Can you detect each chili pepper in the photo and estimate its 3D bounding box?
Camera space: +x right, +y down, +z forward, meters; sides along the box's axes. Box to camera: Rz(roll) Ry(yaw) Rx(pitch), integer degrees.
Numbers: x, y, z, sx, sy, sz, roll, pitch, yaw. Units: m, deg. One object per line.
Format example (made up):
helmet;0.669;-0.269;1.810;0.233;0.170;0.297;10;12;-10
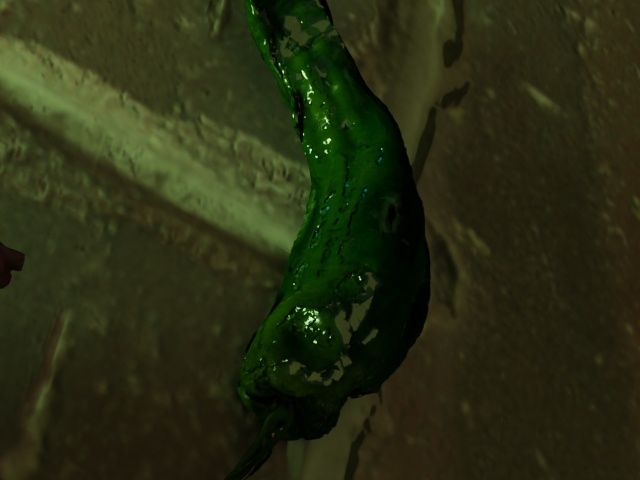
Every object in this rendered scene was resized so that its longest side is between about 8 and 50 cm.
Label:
chili pepper;0.001;0.000;0.873;0.122;0.065;0.279;17;55;-20

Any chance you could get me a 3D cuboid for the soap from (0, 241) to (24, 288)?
soap;-0.221;0.097;0.568;0.112;0.182;0.289;42;43;-15
